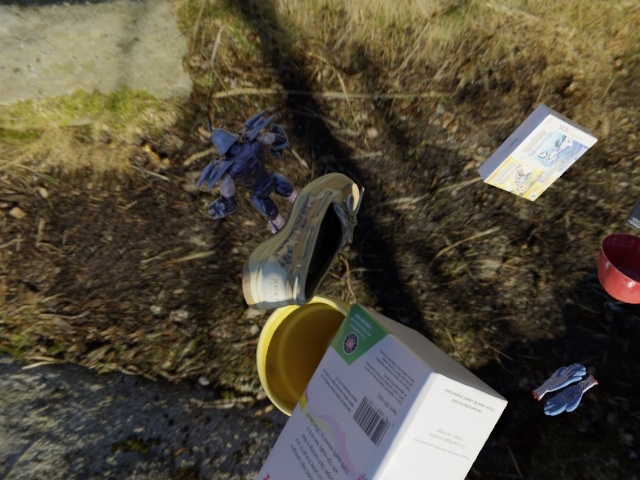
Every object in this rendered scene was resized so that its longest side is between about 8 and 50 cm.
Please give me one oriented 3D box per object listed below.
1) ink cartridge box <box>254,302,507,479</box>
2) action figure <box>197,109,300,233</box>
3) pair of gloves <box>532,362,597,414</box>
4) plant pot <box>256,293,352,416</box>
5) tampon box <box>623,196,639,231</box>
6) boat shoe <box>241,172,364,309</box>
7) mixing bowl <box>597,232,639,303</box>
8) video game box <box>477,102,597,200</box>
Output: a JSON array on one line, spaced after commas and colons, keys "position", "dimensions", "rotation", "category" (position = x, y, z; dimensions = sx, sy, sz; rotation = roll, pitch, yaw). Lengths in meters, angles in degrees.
[{"position": [0.055, 0.244, 0.761], "dimensions": [0.117, 0.201, 0.278], "rotation": [27, 94, -27], "category": "ink cartridge box"}, {"position": [-0.090, -0.083, 1.047], "dimensions": [0.185, 0.099, 0.285], "rotation": [-47, 121, -8], "category": "action figure"}, {"position": [0.649, 0.395, 1.726], "dimensions": [0.159, 0.198, 0.023], "rotation": [-37, 97, 7], "category": "pair of gloves"}, {"position": [0.029, 0.251, 1.406], "dimensions": [0.254, 0.239, 0.253], "rotation": [-5, 78, 28], "category": "plant pot"}, {"position": [0.972, -0.065, 1.910], "dimensions": [0.120, 0.161, 0.101], "rotation": [33, 103, 20], "category": "tampon box"}, {"position": [0.000, 0.000, 0.887], "dimensions": [0.089, 0.285, 0.104], "rotation": [3, 127, 28], "category": "boat shoe"}, {"position": [0.711, 0.078, 1.493], "dimensions": [0.182, 0.181, 0.098], "rotation": [18, 130, 3], "category": "mixing bowl"}, {"position": [0.487, -0.192, 1.463], "dimensions": [0.187, 0.048, 0.205], "rotation": [16, 129, -34], "category": "video game box"}]
